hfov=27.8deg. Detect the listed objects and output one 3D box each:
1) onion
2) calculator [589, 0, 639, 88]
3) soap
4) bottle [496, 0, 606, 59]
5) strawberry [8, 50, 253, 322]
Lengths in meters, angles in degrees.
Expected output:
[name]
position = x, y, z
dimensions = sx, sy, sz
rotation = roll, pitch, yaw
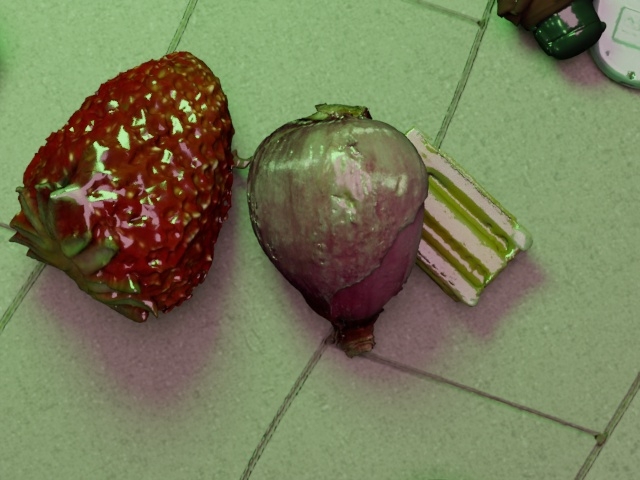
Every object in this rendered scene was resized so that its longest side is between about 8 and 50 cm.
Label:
[onion]
position = 0.000, 0.000, 1.675
dimensions = 0.159, 0.267, 0.348
rotation = -8, 100, -36
[calculator]
position = 0.479, -0.356, 1.829
dimensions = 0.184, 0.042, 0.295
rotation = 19, 83, 2
[soap]
position = 0.163, -0.031, 1.766
dimensions = 0.233, 0.076, 0.135
rotation = 43, 85, 5
[bottle]
position = 0.293, -0.377, 1.783
dimensions = 0.156, 0.143, 0.271
rotation = -27, 84, -3
[strawberry]
position = -0.220, -0.075, 1.695
dimensions = 0.292, 0.292, 0.343
rotation = 41, 69, 5
